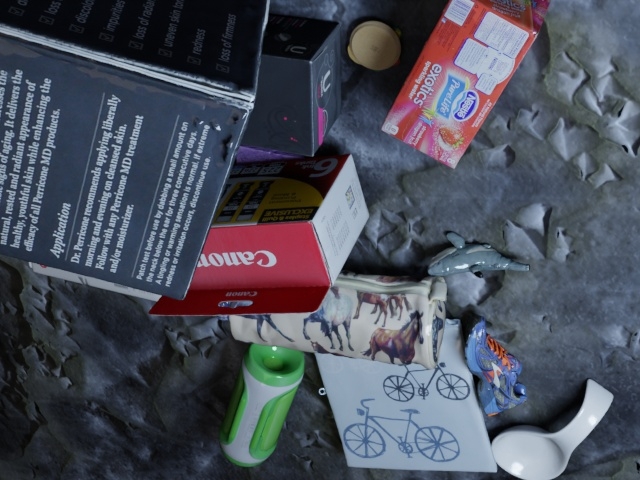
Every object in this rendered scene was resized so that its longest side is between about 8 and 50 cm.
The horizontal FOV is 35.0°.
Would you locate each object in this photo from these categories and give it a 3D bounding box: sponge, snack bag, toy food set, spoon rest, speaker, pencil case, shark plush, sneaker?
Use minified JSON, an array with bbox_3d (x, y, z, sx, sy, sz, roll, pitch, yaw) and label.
[{"bbox_3d":[-0.083,-0.072,1.765,0.117,0.031,0.210,10,127,15],"label":"sponge"},{"bbox_3d":[0.149,0.295,1.924,0.323,0.037,0.342,-5,114,29],"label":"snack bag"},{"bbox_3d":[0.084,-0.294,1.531,0.083,0.020,0.083,22,130,6],"label":"toy food set"},{"bbox_3d":[0.417,0.359,1.842,0.137,0.084,0.276,34,130,-4],"label":"spoon rest"},{"bbox_3d":[-0.120,0.322,2.016,0.131,0.131,0.296,24,131,5],"label":"speaker"},{"bbox_3d":[0.030,0.117,1.768,0.411,0.159,0.183,6,141,22],"label":"pencil case"},{"bbox_3d":[0.263,0.045,1.680,0.161,0.067,0.073,15,129,13],"label":"shark plush"},{"bbox_3d":[0.309,0.214,1.793,0.087,0.083,0.221,-12,126,17],"label":"sneaker"}]

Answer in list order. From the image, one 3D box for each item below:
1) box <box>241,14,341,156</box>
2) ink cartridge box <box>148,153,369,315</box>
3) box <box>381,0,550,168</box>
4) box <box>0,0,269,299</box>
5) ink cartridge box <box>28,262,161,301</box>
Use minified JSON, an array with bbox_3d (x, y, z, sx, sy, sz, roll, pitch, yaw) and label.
[{"bbox_3d":[-0.115,-0.251,1.568,0.270,0.143,0.165,10,128,16],"label":"box"},{"bbox_3d":[-0.114,-0.008,1.626,0.310,0.272,0.130,-4,123,24],"label":"ink cartridge box"},{"bbox_3d":[0.204,-0.248,1.446,0.128,0.122,0.256,29,131,1],"label":"box"},{"bbox_3d":[-0.325,-0.234,1.200,0.472,0.479,0.297,16,126,-11],"label":"box"},{"bbox_3d":[-0.400,-0.021,1.882,0.283,0.117,0.207,12,129,14],"label":"ink cartridge box"}]
